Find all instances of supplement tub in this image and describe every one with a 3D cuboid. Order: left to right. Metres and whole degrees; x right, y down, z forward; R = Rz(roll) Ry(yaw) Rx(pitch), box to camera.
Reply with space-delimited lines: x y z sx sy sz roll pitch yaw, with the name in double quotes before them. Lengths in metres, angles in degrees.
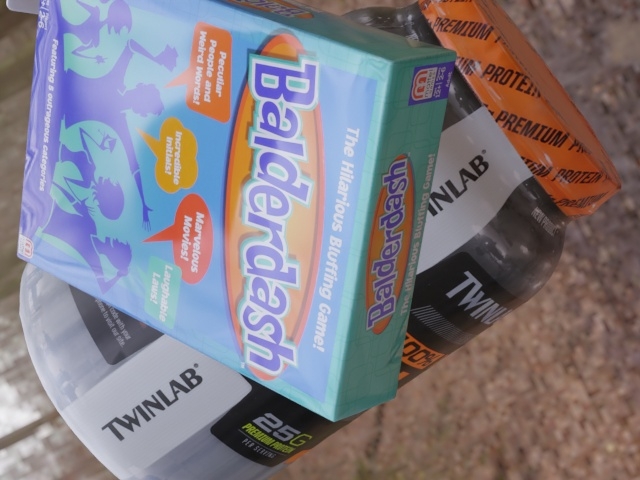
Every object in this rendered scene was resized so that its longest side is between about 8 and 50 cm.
"supplement tub" 0.000 0.000 0.989 0.207 0.338 0.207 48 -164 -19

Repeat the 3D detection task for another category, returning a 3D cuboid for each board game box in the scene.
"board game box" -0.047 -0.034 0.722 0.047 0.210 0.160 -15 -60 -48

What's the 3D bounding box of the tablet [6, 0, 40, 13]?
"tablet" -0.145 -0.167 0.910 0.054 0.083 0.006 2 -160 -42
